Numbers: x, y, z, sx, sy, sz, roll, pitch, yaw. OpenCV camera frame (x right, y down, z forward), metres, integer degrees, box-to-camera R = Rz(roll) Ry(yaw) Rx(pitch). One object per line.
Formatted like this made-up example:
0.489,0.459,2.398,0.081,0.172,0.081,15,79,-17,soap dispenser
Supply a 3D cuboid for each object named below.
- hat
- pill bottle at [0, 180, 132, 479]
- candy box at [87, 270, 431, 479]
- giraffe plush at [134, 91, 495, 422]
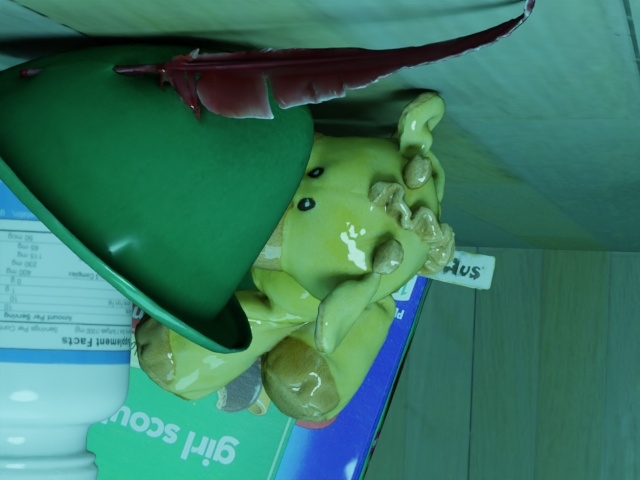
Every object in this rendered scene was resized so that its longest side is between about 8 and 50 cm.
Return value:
-0.028,-0.070,0.647,0.208,0.183,0.173,46,-172,21,hat
-0.159,0.031,0.814,0.124,0.221,0.124,3,178,0,pill bottle
-0.103,0.116,0.974,0.268,0.317,0.122,19,180,8,candy box
0.000,0.000,0.817,0.210,0.181,0.170,-6,171,-4,giraffe plush
